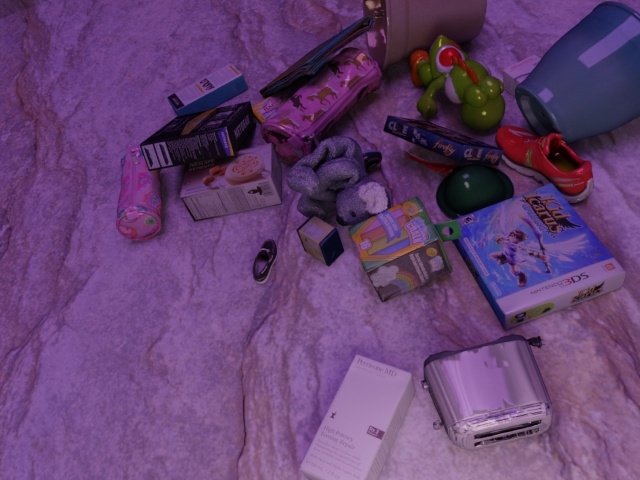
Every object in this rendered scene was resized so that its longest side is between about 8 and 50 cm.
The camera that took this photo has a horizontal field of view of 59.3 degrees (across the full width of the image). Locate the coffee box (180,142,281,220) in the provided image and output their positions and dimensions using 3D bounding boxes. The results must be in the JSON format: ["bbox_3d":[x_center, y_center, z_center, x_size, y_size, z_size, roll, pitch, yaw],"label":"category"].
[{"bbox_3d":[-0.233,-0.155,1.491,0.246,0.098,0.141,-10,48,9],"label":"coffee box"}]

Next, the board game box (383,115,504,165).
[{"bbox_3d":[0.294,-0.242,1.359,0.165,0.042,0.243,-3,27,-42],"label":"board game box"}]

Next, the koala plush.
[{"bbox_3d":[0.073,-0.111,1.277,0.221,0.196,0.203,40,79,22],"label":"koala plush"}]

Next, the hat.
[{"bbox_3d":[0.333,-0.158,1.257,0.208,0.184,0.173,-40,51,-17],"label":"hat"}]

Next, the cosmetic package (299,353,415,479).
[{"bbox_3d":[0.072,0.330,0.999,0.117,0.086,0.231,14,58,26],"label":"cosmetic package"}]

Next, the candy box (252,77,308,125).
[{"bbox_3d":[-0.110,-0.425,1.728,0.205,0.027,0.105,-32,46,-10],"label":"candy box"}]

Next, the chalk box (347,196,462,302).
[{"bbox_3d":[0.188,0.009,1.181,0.213,0.132,0.132,-25,48,6],"label":"chalk box"}]

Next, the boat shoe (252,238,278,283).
[{"bbox_3d":[-0.134,0.042,1.335,0.046,0.038,0.125,3,52,20],"label":"boat shoe"}]

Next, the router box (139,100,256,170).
[{"bbox_3d":[-0.331,-0.299,1.581,0.242,0.081,0.309,-9,25,11],"label":"router box"}]

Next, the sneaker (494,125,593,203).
[{"bbox_3d":[0.513,-0.204,1.283,0.107,0.118,0.279,-32,49,-11],"label":"sneaker"}]

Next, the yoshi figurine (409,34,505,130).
[{"bbox_3d":[0.373,-0.400,1.494,0.202,0.204,0.362,15,27,-22],"label":"yoshi figurine"}]

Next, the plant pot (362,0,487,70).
[{"bbox_3d":[0.304,-0.686,1.650,0.305,0.334,0.334,-8,48,-3],"label":"plant pot"}]

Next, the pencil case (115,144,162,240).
[{"bbox_3d":[-0.497,-0.133,1.545,0.124,0.124,0.284,-17,49,3],"label":"pencil case"}]

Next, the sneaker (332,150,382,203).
[{"bbox_3d":[0.087,-0.157,1.423,0.188,0.067,0.078,-39,62,-12],"label":"sneaker"}]

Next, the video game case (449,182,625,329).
[{"bbox_3d":[0.431,0.023,1.158,0.244,0.061,0.270,-20,48,0],"label":"video game case"}]

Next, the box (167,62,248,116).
[{"bbox_3d":[-0.367,-0.480,1.833,0.244,0.060,0.100,-32,49,-10],"label":"box"}]

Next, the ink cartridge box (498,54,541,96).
[{"bbox_3d":[0.558,-0.427,1.494,0.104,0.060,0.180,-27,48,-5],"label":"ink cartridge box"}]

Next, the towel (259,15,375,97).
[{"bbox_3d":[-0.019,-0.537,1.669,0.271,0.040,0.370,-42,19,-18],"label":"towel"}]

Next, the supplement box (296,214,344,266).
[{"bbox_3d":[0.000,0.000,1.298,0.083,0.083,0.056,32,66,35],"label":"supplement box"}]

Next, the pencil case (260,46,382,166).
[{"bbox_3d":[0.009,-0.379,1.566,0.167,0.160,0.386,37,66,9],"label":"pencil case"}]

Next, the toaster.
[{"bbox_3d":[0.294,0.260,0.961,0.226,0.129,0.147,-14,52,3],"label":"toaster"}]

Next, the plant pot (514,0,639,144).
[{"bbox_3d":[0.607,-0.357,1.300,0.255,0.272,0.272,-34,48,7],"label":"plant pot"}]
